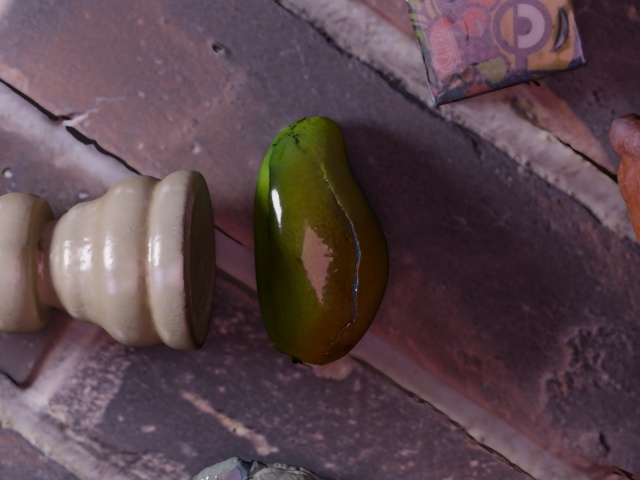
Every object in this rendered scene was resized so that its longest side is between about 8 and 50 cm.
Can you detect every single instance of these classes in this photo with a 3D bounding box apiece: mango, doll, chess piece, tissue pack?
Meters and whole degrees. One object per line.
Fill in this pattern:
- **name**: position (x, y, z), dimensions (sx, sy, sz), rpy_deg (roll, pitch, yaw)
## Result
- **mango**: position (0.000, 0.000, 1.787), dimensions (0.125, 0.111, 0.233), rpy_deg (2, 89, -14)
- **doll**: position (-0.037, 0.268, 1.857), dimensions (0.214, 0.071, 0.103), rpy_deg (18, 102, -7)
- **chess piece**: position (-0.255, 0.017, 1.774), dimensions (0.299, 0.167, 0.167), rpy_deg (0, 101, 5)
- **tissue pack**: position (0.161, -0.192, 1.769), dimensions (0.148, 0.060, 0.109), rpy_deg (-15, 100, 5)

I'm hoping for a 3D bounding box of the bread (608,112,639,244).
- **bread**: position (0.389, -0.019, 1.771), dimensions (0.190, 0.123, 0.244), rpy_deg (-19, 102, 3)
